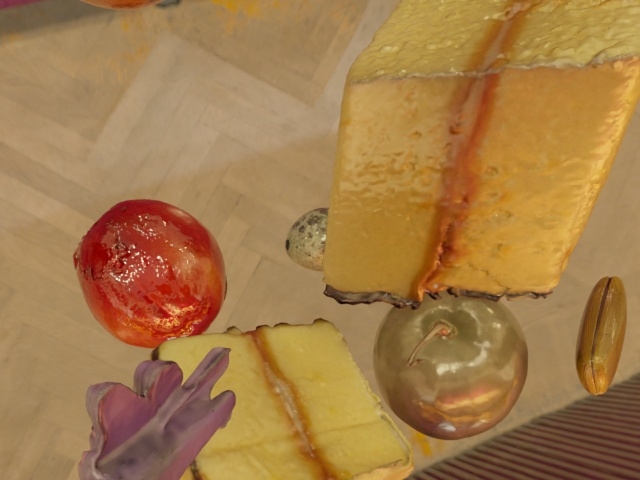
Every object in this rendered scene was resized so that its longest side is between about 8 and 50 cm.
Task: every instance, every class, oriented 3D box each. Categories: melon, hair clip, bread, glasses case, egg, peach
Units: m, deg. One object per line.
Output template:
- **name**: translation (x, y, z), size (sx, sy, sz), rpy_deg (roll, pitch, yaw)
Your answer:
- **melon**: translation (0.213, 0.202, 1.197), size (0.271, 0.308, 0.272), rpy_deg (6, 53, -7)
- **hair clip**: translation (-0.137, 0.164, 0.472), size (0.090, 0.278, 0.137), rpy_deg (2, 117, 13)
- **bread**: translation (-0.049, 0.200, 0.838), size (0.263, 0.198, 0.236), rpy_deg (-3, 70, -32)
- **glasses case**: translation (0.429, 0.136, 1.093), size (0.234, 0.064, 0.079), rpy_deg (-49, 128, -49)
- **egg**: translation (0.000, 0.000, 1.495), size (0.132, 0.172, 0.132), rpy_deg (27, 56, -49)
- **peach**: translation (-0.406, 0.081, 1.721), size (0.369, 0.370, 0.370), rpy_deg (2, 80, -11)
- **bread**: translation (0.196, -0.111, 0.877), size (0.345, 0.405, 0.242), rpy_deg (14, 40, 19)

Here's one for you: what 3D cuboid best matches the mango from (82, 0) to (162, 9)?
- **mango**: translation (-0.200, -0.268, 0.581), size (0.236, 0.166, 0.136), rpy_deg (26, 86, 16)
